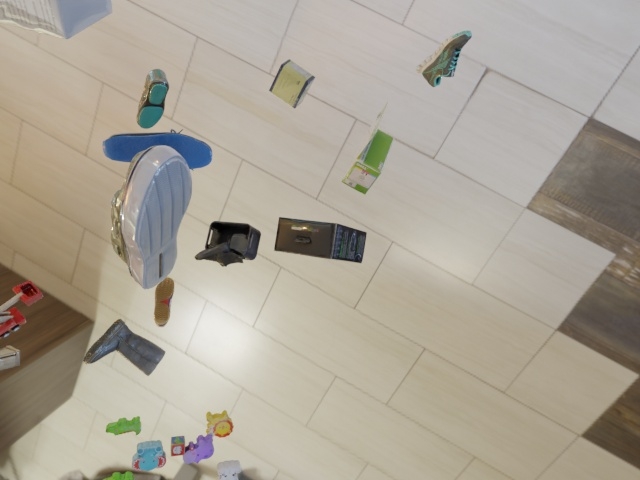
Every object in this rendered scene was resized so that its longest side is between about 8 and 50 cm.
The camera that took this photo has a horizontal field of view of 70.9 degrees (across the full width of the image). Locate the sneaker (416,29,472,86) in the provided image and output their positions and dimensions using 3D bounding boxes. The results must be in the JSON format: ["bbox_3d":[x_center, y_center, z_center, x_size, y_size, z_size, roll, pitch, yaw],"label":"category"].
[{"bbox_3d":[0.309,-0.434,1.083,0.076,0.065,0.166,59,150,0],"label":"sneaker"}]

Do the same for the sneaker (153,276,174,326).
[{"bbox_3d":[-0.588,0.230,1.677,0.070,0.185,0.084,11,151,-17],"label":"sneaker"}]

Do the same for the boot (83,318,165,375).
[{"bbox_3d":[-0.662,0.394,1.532,0.076,0.189,0.208,2,135,49],"label":"boot"}]

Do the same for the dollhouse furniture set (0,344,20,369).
[{"bbox_3d":[-0.652,0.170,0.768,0.161,0.182,0.101,8,97,31],"label":"dollhouse furniture set"}]

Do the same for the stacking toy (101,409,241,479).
[{"bbox_3d":[-0.247,0.357,0.753,0.221,0.167,0.052,4,99,-20],"label":"stacking toy"}]

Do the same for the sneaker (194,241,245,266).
[{"bbox_3d":[-0.362,0.063,1.609,0.170,0.051,0.089,-20,111,17],"label":"sneaker"}]

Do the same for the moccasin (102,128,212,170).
[{"bbox_3d":[-0.537,-0.320,1.505,0.342,0.117,0.137,7,110,-17],"label":"moccasin"}]

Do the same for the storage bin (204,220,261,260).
[{"bbox_3d":[-0.327,0.001,1.684,0.180,0.084,0.121,5,76,21],"label":"storage bin"}]

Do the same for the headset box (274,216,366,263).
[{"bbox_3d":[0.000,0.000,1.681,0.247,0.283,0.131,8,88,28],"label":"headset box"}]

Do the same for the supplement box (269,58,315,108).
[{"bbox_3d":[-0.074,-0.408,1.173,0.083,0.056,0.083,34,130,-3],"label":"supplement box"}]

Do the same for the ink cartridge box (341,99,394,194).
[{"bbox_3d":[0.183,-0.302,1.477,0.097,0.188,0.255,28,144,-6],"label":"ink cartridge box"}]

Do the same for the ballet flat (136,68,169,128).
[{"bbox_3d":[-0.489,-0.413,1.310,0.213,0.072,0.068,-39,61,49],"label":"ballet flat"}]

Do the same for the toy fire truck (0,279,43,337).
[{"bbox_3d":[-0.766,0.188,1.073,0.047,0.192,0.135,46,142,4],"label":"toy fire truck"}]

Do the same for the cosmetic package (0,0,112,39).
[{"bbox_3d":[-0.544,-0.469,0.691,0.366,0.155,0.196,16,134,-1],"label":"cosmetic package"}]

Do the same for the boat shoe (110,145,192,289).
[{"bbox_3d":[-0.266,-0.030,0.661,0.094,0.109,0.302,36,138,5],"label":"boat shoe"}]
